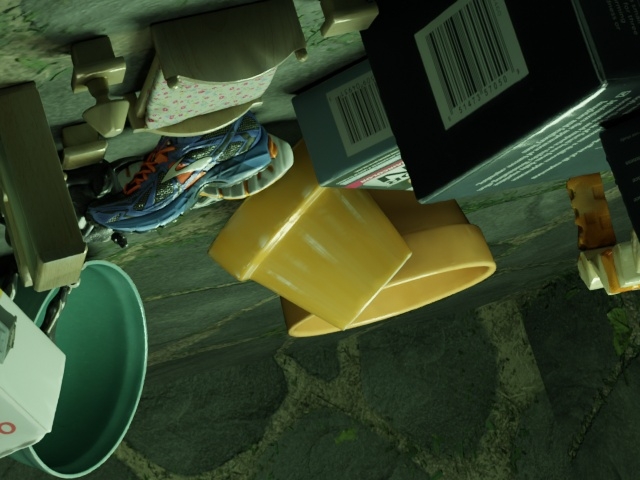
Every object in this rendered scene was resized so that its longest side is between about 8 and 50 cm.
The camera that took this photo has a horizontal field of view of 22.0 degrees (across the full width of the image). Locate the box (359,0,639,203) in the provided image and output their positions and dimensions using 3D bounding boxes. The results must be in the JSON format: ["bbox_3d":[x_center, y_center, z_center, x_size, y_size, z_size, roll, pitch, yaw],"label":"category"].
[{"bbox_3d":[0.290,-0.203,1.566,0.395,0.212,0.293,-10,167,-33],"label":"box"}]

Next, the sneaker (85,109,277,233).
[{"bbox_3d":[-0.156,-0.079,1.743,0.221,0.087,0.083,-32,-157,-22],"label":"sneaker"}]

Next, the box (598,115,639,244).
[{"bbox_3d":[0.357,-0.024,1.448,0.153,0.207,0.108,-22,168,19],"label":"box"}]

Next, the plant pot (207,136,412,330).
[{"bbox_3d":[0.000,0.000,1.985,0.205,0.188,0.205,-49,179,-2],"label":"plant pot"}]

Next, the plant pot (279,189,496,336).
[{"bbox_3d":[0.065,-0.011,2.207,0.291,0.203,0.291,-18,169,-4],"label":"plant pot"}]

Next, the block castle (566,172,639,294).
[{"bbox_3d":[0.453,-0.114,2.063,0.213,0.303,0.453,-10,168,-8],"label":"block castle"}]

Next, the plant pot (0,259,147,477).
[{"bbox_3d":[-0.396,0.162,2.237,0.196,0.293,0.293,6,-179,26],"label":"plant pot"}]

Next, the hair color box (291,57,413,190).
[{"bbox_3d":[0.152,-0.142,1.923,0.185,0.113,0.374,-25,168,30],"label":"hair color box"}]

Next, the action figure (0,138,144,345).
[{"bbox_3d":[-0.291,-0.006,1.826,0.164,0.141,0.275,20,109,-33],"label":"action figure"}]

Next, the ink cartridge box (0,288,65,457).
[{"bbox_3d":[-0.448,0.104,1.709,0.226,0.131,0.306,-23,127,22],"label":"ink cartridge box"}]

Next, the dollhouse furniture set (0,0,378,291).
[{"bbox_3d":[-0.128,-0.082,1.603,0.356,0.173,0.303,-14,169,-16],"label":"dollhouse furniture set"}]

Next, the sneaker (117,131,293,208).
[{"bbox_3d":[-0.129,-0.079,1.894,0.215,0.084,0.083,-12,175,19],"label":"sneaker"}]
